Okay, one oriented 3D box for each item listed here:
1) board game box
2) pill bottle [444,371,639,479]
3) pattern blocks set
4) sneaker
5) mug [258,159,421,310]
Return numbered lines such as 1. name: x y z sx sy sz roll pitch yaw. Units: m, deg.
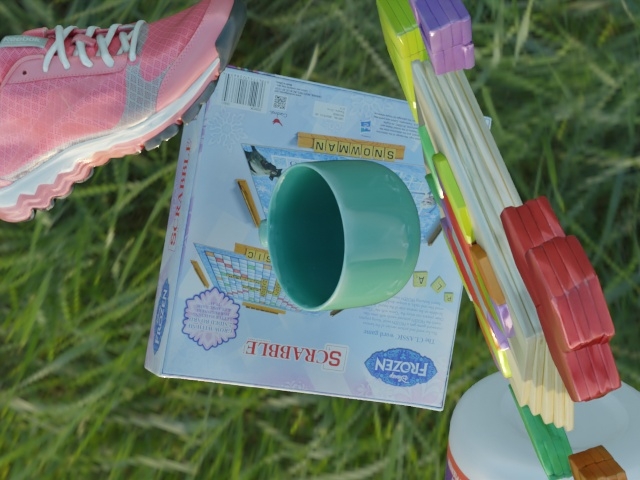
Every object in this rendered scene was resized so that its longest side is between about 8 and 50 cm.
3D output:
1. board game box: 0.000 0.000 1.607 0.319 0.066 0.317 10 91 -21
2. pill bottle: 0.189 0.278 1.318 0.182 0.181 0.322 4 119 4
3. pattern blocks set: 0.080 0.007 0.722 0.026 0.285 0.325 -21 148 1
4. sneaker: -0.205 -0.133 1.328 0.314 0.116 0.136 -31 118 24
5. mug: 0.021 -0.013 1.360 0.097 0.157 0.129 -4 127 -32
